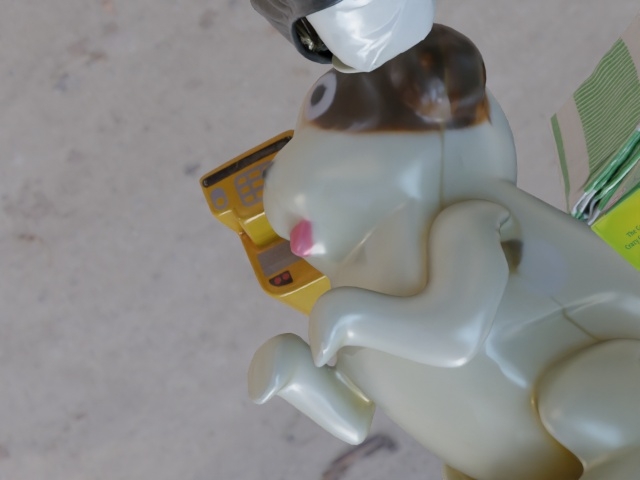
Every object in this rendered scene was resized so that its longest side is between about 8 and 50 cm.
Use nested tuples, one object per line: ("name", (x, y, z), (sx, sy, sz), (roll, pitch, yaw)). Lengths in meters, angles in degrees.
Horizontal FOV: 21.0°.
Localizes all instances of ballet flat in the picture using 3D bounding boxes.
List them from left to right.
("ballet flat", (0.020, -0.148, 0.993), (0.095, 0.280, 0.096), (-33, 94, -3))

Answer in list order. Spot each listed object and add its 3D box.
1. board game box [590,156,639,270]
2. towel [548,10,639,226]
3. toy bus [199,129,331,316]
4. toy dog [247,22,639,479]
("board game box", (0.239, -0.059, 1.005), (0.092, 0.043, 0.181), (-49, -179, -34))
("towel", (0.324, -0.181, 1.644), (0.038, 0.248, 0.324), (27, 117, -12))
("toy bus", (0.000, 0.000, 1.663), (0.108, 0.130, 0.333), (-26, 162, 11))
("toy dog", (0.127, 0.028, 1.348), (0.395, 0.408, 0.284), (-35, 172, -17))
